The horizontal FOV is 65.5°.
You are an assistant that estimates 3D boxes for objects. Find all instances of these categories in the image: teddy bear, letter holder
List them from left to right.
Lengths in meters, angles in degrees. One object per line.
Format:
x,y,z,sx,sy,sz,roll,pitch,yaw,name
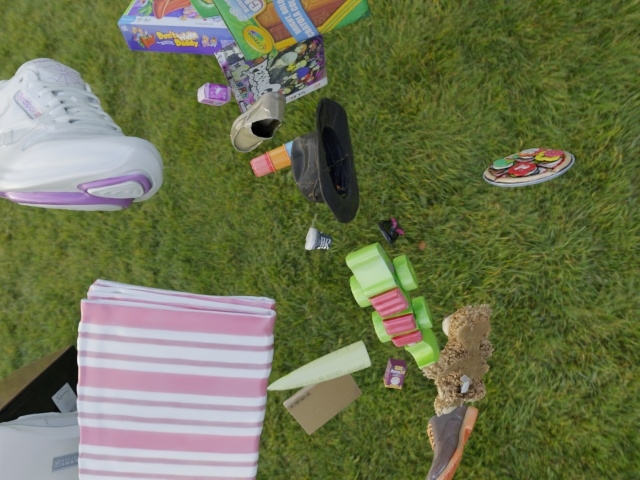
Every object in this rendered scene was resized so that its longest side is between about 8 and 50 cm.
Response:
-0.686,0.407,1.123,0.214,0.302,0.152,-22,105,14,letter holder
0.373,0.321,1.343,0.245,0.338,0.113,-28,32,-13,teddy bear

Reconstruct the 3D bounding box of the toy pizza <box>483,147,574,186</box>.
0.485,-0.181,1.170,0.201,0.201,0.032,-9,115,25,toy pizza

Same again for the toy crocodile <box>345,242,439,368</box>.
0.143,0.129,0.946,0.115,0.341,0.105,-20,43,13,toy crocodile

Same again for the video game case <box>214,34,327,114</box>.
-0.091,-0.355,1.034,0.210,0.232,0.042,-26,77,-3,video game case

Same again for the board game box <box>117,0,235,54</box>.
-0.281,-0.564,1.218,0.346,0.078,0.234,7,59,11,board game box

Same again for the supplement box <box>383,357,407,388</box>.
0.237,0.422,1.578,0.054,0.043,0.083,9,108,-4,supplement box

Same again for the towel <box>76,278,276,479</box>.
-0.116,0.131,0.398,0.144,0.029,0.197,7,105,-6,towel

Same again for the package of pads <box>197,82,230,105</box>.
-0.204,-0.278,0.949,0.083,0.050,0.032,-157,71,-66,package of pads

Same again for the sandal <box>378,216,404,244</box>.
0.190,-0.034,1.269,0.040,0.179,0.067,-32,88,24,sandal

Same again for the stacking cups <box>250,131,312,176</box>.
-0.078,-0.296,1.679,0.316,0.096,0.096,-24,79,4,stacking cups

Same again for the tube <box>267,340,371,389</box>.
-0.007,0.292,1.115,0.240,0.062,0.070,-21,120,-2,tube

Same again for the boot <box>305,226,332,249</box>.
0.000,0.000,1.649,0.086,0.190,0.069,21,102,-5,boot

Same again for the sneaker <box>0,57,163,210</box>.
-0.262,-0.108,0.485,0.305,0.114,0.152,11,94,37,sneaker

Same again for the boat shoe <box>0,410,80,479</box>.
-0.256,0.184,0.446,0.063,0.184,0.066,5,90,39,boat shoe

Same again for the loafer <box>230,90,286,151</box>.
-0.108,-0.188,0.828,0.148,0.056,0.050,-38,47,48,loafer

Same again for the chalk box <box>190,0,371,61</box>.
-0.088,-0.434,0.800,0.288,0.180,0.179,-16,59,14,chalk box

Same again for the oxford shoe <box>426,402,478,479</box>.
0.393,0.655,1.602,0.132,0.363,0.130,23,123,22,oxford shoe

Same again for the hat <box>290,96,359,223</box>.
-0.001,-0.203,1.324,0.133,0.331,0.332,-5,87,23,hat

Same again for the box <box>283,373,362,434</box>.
0.011,0.455,1.435,0.201,0.164,0.021,-36,36,-9,box
